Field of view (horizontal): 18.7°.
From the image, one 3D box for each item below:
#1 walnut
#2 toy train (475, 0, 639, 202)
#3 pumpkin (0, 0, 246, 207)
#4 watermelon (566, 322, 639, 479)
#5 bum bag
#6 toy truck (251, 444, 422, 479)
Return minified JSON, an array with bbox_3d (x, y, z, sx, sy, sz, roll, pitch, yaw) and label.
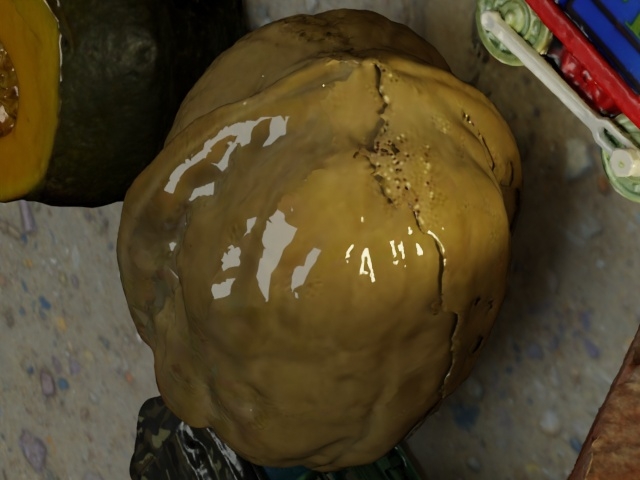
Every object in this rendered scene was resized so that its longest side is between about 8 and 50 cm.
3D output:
[{"bbox_3d":[0.000,0.000,0.951,0.198,0.198,0.245,47,142,26],"label":"walnut"},{"bbox_3d":[0.144,-0.105,0.837,0.204,0.083,0.131,52,133,21],"label":"toy train"},{"bbox_3d":[-0.185,-0.158,1.137,0.317,0.139,0.221,34,129,38],"label":"pumpkin"},{"bbox_3d":[0.146,0.149,0.858,0.193,0.232,0.310,42,175,26],"label":"watermelon"},{"bbox_3d":[-0.031,0.195,1.136,0.102,0.069,0.248,-41,76,30],"label":"bum bag"},{"bbox_3d":[0.027,0.154,1.070,0.175,0.067,0.081,57,142,11],"label":"toy truck"}]
